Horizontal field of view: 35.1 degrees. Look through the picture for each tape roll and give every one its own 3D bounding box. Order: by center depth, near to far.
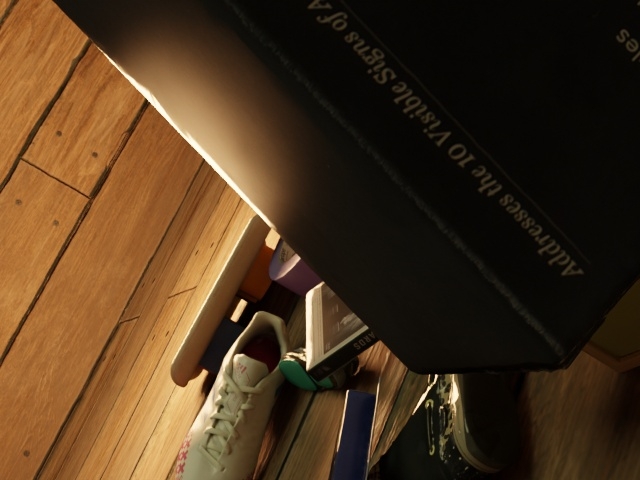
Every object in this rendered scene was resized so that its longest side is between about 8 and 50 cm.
[{"bbox_3d":[0.000,0.000,1.636,0.189,0.080,0.189,-51,18,23],"label":"tape roll"}]

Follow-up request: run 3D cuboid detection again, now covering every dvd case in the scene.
[{"bbox_3d":[0.079,0.060,1.298,0.238,0.029,0.179,-37,24,18],"label":"dvd case"}]

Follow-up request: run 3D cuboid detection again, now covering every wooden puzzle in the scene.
[{"bbox_3d":[-0.156,0.122,1.814,0.322,0.080,0.348,-62,0,-8],"label":"wooden puzzle"}]

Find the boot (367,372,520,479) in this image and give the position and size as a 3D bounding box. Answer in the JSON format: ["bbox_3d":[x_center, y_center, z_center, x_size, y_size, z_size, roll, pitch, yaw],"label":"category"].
[{"bbox_3d":[0.115,0.172,1.010,0.179,0.085,0.236,-52,17,32],"label":"boot"}]

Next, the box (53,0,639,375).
[{"bbox_3d":[0.106,-0.233,0.739,0.472,0.480,0.297,-44,3,-16],"label":"box"}]

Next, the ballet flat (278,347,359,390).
[{"bbox_3d":[0.002,0.171,1.393,0.070,0.070,0.188,-63,19,-14],"label":"ballet flat"}]

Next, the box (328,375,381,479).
[{"bbox_3d":[0.025,0.253,1.039,0.136,0.036,0.225,-77,-2,-47],"label":"box"}]

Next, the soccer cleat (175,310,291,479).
[{"bbox_3d":[-0.128,0.248,1.460,0.143,0.116,0.331,99,-171,-54],"label":"soccer cleat"}]

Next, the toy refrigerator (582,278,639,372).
[{"bbox_3d":[0.290,0.007,0.761,0.269,0.102,0.094,-38,27,49],"label":"toy refrigerator"}]
